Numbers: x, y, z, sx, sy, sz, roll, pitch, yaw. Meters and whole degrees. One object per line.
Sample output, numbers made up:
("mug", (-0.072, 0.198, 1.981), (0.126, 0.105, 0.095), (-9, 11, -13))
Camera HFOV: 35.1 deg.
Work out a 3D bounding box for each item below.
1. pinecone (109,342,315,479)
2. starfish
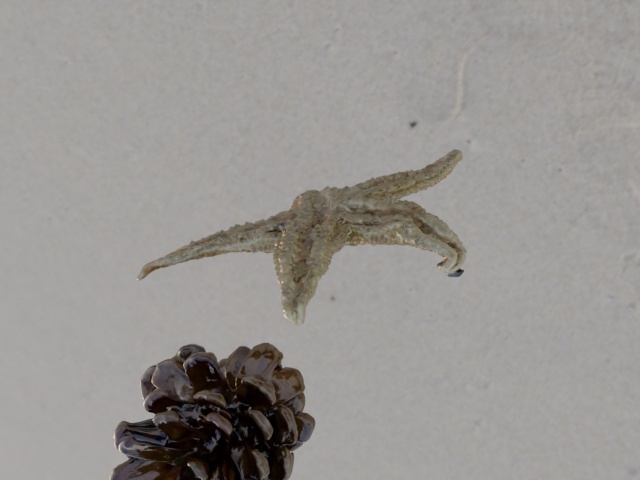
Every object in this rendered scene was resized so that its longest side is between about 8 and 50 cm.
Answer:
("pinecone", (-0.101, 0.179, 0.891), (0.150, 0.195, 0.179), (41, 117, -13))
("starfish", (-0.001, -0.005, 0.796), (0.231, 0.295, 0.048), (-123, 19, -66))
